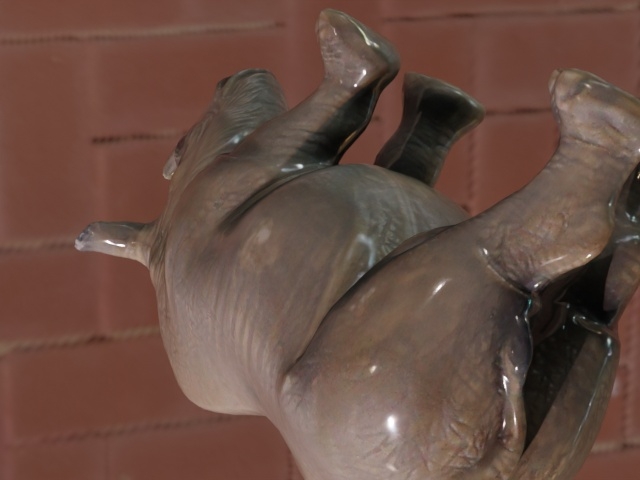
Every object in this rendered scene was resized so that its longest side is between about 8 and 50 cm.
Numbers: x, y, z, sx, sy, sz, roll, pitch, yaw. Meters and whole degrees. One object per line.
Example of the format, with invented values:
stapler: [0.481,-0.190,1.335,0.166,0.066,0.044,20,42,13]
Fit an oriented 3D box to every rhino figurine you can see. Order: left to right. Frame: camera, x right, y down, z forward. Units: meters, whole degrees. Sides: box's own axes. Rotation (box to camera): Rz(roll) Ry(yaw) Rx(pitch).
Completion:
rhino figurine: [0.000,0.000,0.451,0.073,0.243,0.106,28,89,-29]
